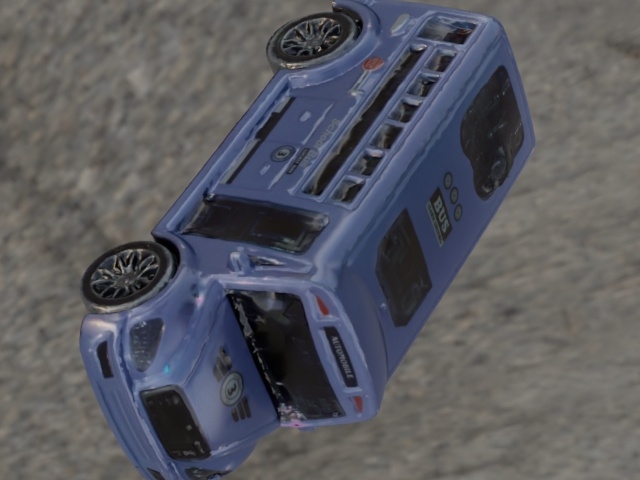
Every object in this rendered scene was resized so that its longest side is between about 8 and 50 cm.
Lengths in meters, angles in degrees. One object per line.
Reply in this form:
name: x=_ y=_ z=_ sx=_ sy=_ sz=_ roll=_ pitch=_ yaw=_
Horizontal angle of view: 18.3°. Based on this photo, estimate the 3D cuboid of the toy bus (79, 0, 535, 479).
toy bus: x=0.000 y=0.000 z=1.046 sx=0.292 sy=0.133 sz=0.125 roll=-55 pitch=138 yaw=-36
